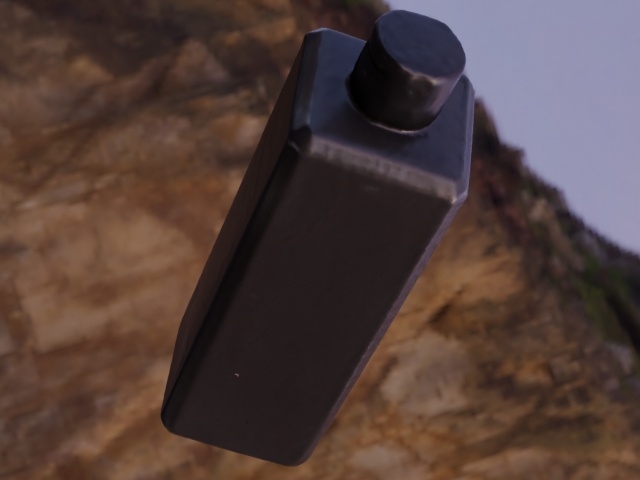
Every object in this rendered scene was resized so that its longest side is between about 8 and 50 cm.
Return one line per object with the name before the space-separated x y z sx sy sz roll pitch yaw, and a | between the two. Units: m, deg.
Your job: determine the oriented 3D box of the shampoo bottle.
shampoo bottle | 0.000 0.000 0.732 0.246 0.079 0.080 117 -14 -45
